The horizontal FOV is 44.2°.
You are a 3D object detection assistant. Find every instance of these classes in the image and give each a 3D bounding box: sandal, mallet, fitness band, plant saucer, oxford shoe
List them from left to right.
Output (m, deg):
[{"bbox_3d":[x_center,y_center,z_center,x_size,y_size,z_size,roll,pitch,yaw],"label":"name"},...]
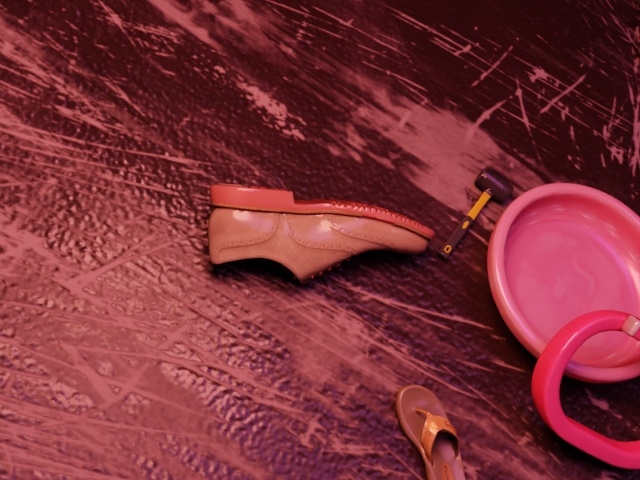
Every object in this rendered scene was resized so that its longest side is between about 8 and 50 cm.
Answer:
[{"bbox_3d":[0.000,0.000,1.169,0.348,0.123,0.130,8,91,-16],"label":"oxford shoe"},{"bbox_3d":[0.165,0.286,1.110,0.072,0.049,0.180,-13,72,-22],"label":"sandal"},{"bbox_3d":[0.241,-0.048,1.293,0.062,0.039,0.190,46,66,4],"label":"mallet"},{"bbox_3d":[0.410,0.071,1.264,0.332,0.084,0.332,7,64,-14],"label":"plant saucer"},{"bbox_3d":[0.442,0.222,1.147,0.291,0.054,0.209,29,98,-20],"label":"fitness band"}]
